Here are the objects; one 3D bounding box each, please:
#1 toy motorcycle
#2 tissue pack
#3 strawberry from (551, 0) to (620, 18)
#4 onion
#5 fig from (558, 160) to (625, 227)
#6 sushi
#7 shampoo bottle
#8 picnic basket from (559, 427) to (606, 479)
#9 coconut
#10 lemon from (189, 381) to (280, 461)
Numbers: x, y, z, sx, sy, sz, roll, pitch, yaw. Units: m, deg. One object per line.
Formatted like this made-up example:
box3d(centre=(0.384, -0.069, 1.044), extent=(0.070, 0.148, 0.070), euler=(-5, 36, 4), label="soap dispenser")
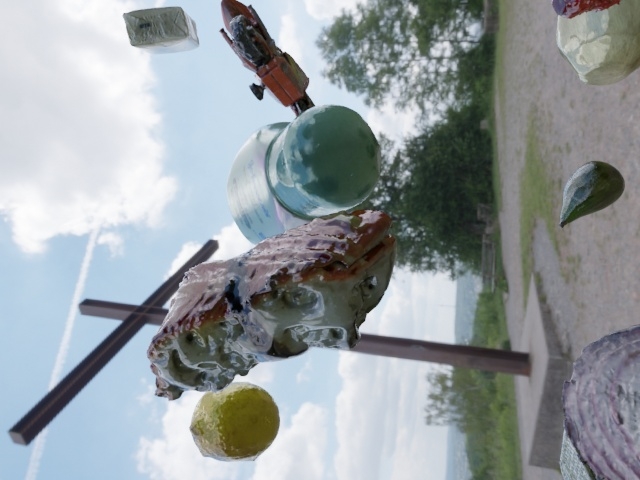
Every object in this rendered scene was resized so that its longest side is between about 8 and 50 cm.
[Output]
box3d(centre=(-0.096, -0.351, 0.980), extent=(0.298, 0.089, 0.171), euler=(42, -153, -47), label="toy motorcycle")
box3d(centre=(-0.402, -0.537, 1.215), extent=(0.196, 0.148, 0.092), euler=(-106, 7, -72), label="tissue pack")
box3d(centre=(0.366, -0.369, 0.606), extent=(0.131, 0.148, 0.131), euler=(55, 175, 7), label="strawberry")
box3d(centre=(0.601, 0.301, 0.852), extent=(0.146, 0.280, 0.314), euler=(10, -101, -36), label="onion")
box3d(centre=(0.629, -0.107, 1.130), extent=(0.177, 0.117, 0.117), euler=(-47, -7, 17), label="fig")
box3d(centre=(-0.060, 0.077, 0.528), extent=(0.130, 0.332, 0.124), euler=(61, -162, -28), label="sushi")
box3d(centre=(-0.033, -0.094, 0.740), extent=(0.349, 0.151, 0.221), euler=(-17, 88, 63), label="shampoo bottle")
box3d(centre=(0.620, 0.477, 0.975), extent=(0.134, 0.196, 0.154), euler=(-95, -6, -58), label="picnic basket")
box3d(centre=(0.614, -0.456, 1.013), extent=(0.224, 0.224, 0.224), euler=(3, -90, -73), label="coconut")
box3d(centre=(-0.251, 0.535, 1.398), extent=(0.288, 0.234, 0.233), euler=(7, -95, -36), label="lemon")
